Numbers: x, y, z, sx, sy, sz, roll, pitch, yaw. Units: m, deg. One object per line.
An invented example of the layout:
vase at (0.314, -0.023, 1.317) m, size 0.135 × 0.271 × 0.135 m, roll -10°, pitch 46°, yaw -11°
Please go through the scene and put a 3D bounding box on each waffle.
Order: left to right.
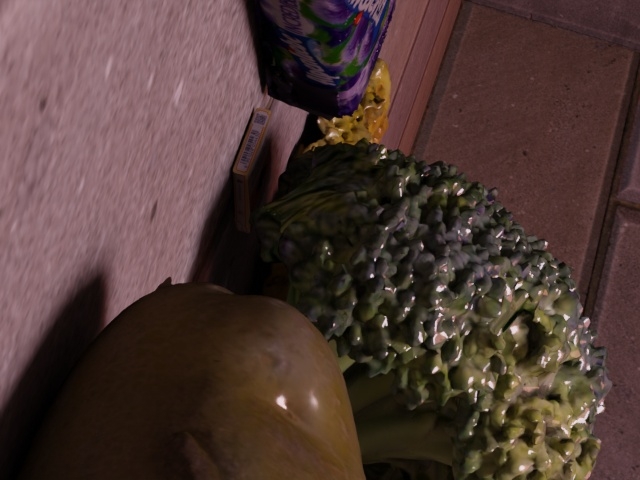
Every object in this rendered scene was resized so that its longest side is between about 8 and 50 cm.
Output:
waffle at (-0.003, -0.001, 1.223) m, size 0.312 × 0.060 × 0.307 m, roll -62°, pitch 167°, yaw -76°

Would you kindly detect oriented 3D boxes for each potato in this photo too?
potato at (-0.051, 0.128, 0.570) m, size 0.178 × 0.160 × 0.235 m, roll -18°, pitch -120°, yaw 48°

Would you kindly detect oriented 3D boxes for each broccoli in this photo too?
broccoli at (0.057, 0.099, 0.951) m, size 0.375 × 0.249 × 0.302 m, roll 78°, pitch 36°, yaw -65°

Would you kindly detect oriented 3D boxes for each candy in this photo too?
candy at (0.003, -0.146, 0.751) m, size 0.312 × 0.061 × 0.088 m, roll 82°, pitch 28°, yaw -79°

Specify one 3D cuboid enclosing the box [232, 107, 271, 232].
box at (-0.041, -0.042, 0.902) m, size 0.083 × 0.012 × 0.046 m, roll 96°, pitch 11°, yaw -67°
